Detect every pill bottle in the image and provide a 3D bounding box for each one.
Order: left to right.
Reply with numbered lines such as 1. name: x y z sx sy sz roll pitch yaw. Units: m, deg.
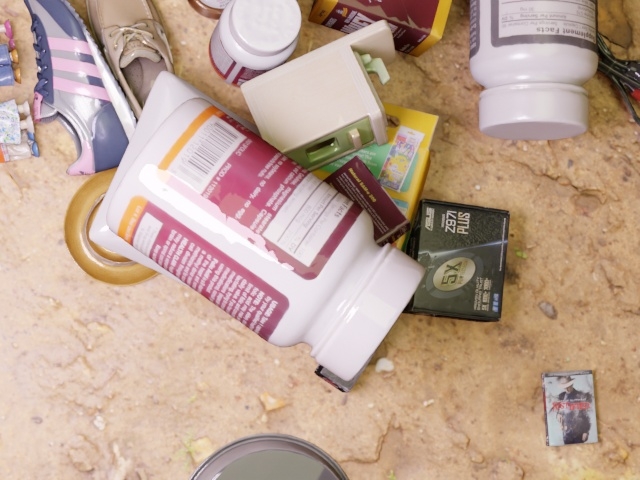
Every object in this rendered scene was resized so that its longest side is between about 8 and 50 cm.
1. pill bottle: -0.098 -0.307 1.850 0.121 0.221 0.121 1 85 -12
2. pill bottle: -0.069 0.003 1.659 0.392 0.224 0.224 35 79 2
3. pill bottle: 0.338 -0.350 1.956 0.204 0.204 0.361 2 85 -12

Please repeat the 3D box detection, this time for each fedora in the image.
1. fedora: -0.291 -0.027 1.855 0.194 0.079 0.194 1 84 -13

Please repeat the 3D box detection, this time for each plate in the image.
1. plate: -0.174 -0.072 1.844 0.278 0.045 0.277 29 77 -34

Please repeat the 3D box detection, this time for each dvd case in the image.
1. dvd case: 0.406 0.273 2.009 0.087 0.013 0.119 -2 84 -12

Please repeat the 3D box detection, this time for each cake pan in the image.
1. cake pan: -0.075 0.442 1.870 0.293 0.054 0.293 1 85 -12

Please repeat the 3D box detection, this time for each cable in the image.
1. cable: 0.507 -0.279 2.077 0.287 0.072 0.139 25 97 3

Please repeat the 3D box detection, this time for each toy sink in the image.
1. toy sink: 0.023 -0.197 1.810 0.234 0.153 0.131 -25 77 1

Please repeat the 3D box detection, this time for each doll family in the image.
1. doll family: -0.517 -0.217 1.804 0.163 0.118 0.263 -12 88 -13

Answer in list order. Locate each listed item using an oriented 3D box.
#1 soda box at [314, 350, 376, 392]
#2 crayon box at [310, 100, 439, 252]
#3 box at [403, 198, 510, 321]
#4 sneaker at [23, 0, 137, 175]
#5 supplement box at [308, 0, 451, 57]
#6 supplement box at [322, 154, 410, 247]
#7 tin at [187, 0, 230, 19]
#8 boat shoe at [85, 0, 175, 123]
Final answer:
1. soda box: 0.062 0.153 1.927 0.060 0.053 0.169 36 78 -7
2. crayon box: 0.045 -0.056 1.899 0.203 0.083 0.323 16 82 9
3. box: 0.214 0.034 1.958 0.147 0.077 0.180 8 83 -11
4. sneaker: -0.389 -0.246 1.839 0.131 0.112 0.319 -29 90 -16
5. supplement box: 0.107 -0.421 1.952 0.194 0.129 0.191 17 82 -10
6. supplement box: 0.000 0.000 1.813 0.239 0.073 0.130 -36 79 0
7. tin: -0.177 -0.442 1.942 0.106 0.040 0.189 -23 90 -17
8. boat shoe: -0.277 -0.287 1.872 0.109 0.098 0.302 -17 89 -13
